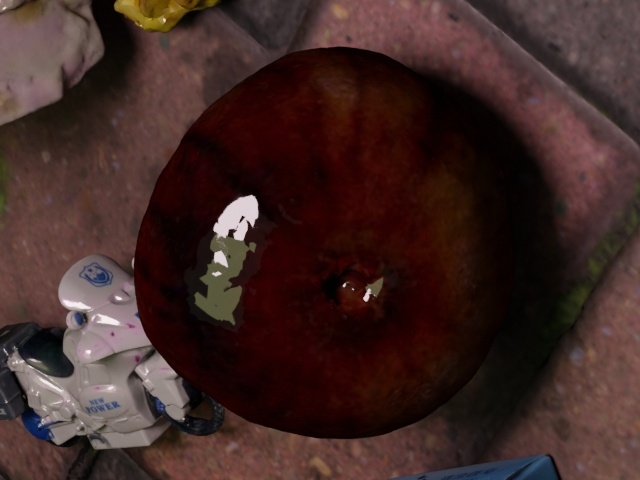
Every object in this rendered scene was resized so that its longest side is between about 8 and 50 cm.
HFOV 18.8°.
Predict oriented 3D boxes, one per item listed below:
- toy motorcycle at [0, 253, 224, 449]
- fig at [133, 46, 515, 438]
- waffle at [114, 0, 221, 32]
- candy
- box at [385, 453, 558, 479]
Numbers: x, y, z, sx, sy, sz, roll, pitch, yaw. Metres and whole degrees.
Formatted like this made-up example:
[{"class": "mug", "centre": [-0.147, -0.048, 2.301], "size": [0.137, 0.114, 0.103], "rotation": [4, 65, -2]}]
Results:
[{"class": "toy motorcycle", "centre": [-0.171, 0.086, 1.410], "size": [0.221, 0.102, 0.150], "rotation": [-10, 114, 41]}, {"class": "fig", "centre": [0.001, 0.002, 1.162], "size": [0.214, 0.235, 0.235], "rotation": [-110, 33, -47]}, {"class": "waffle", "centre": [-0.130, -0.264, 1.259], "size": [0.291, 0.051, 0.291], "rotation": [15, 115, 34]}, {"class": "candy", "centre": [-0.271, -0.148, 1.302], "size": [0.195, 0.184, 0.137], "rotation": [18, 133, 50]}, {"class": "box", "centre": [0.114, 0.265, 1.265], "size": [0.142, 0.083, 0.232], "rotation": [-16, 99, 41]}]
